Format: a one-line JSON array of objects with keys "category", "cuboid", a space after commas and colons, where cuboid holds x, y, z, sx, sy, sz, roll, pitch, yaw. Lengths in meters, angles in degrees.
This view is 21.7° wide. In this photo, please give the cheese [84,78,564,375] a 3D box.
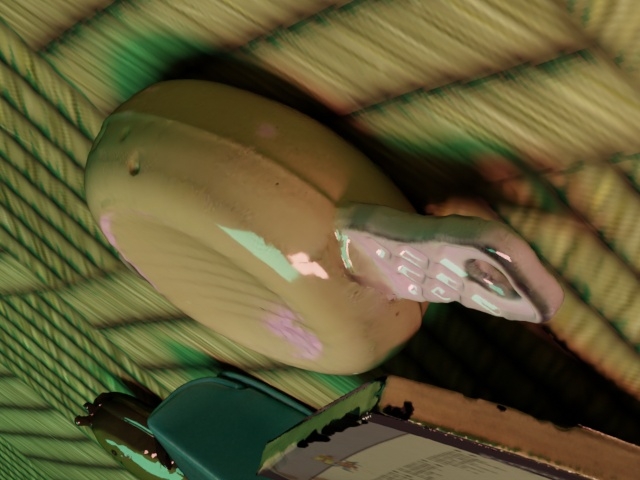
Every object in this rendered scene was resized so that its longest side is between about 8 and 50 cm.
[{"category": "cheese", "cuboid": [0.000, 0.000, 0.605, 0.137, 0.064, 0.227, 45, 161, -31]}]

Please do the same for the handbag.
[{"category": "handbag", "cuboid": [-0.113, 0.140, 1.138, 0.111, 0.047, 0.072, 35, 160, 0]}]

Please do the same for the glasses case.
[{"category": "glasses case", "cuboid": [0.001, 0.188, 1.031, 0.117, 0.070, 0.301, 31, 162, 34]}]

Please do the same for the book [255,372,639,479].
[{"category": "book", "cuboid": [0.070, 0.102, 0.716, 0.157, 0.026, 0.231, 18, 163, -9]}]
